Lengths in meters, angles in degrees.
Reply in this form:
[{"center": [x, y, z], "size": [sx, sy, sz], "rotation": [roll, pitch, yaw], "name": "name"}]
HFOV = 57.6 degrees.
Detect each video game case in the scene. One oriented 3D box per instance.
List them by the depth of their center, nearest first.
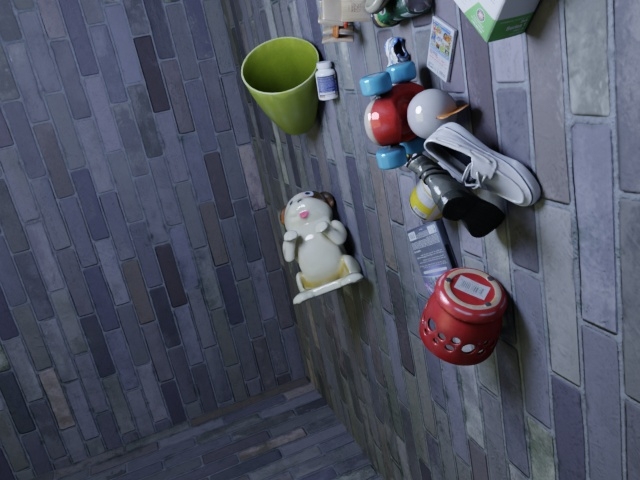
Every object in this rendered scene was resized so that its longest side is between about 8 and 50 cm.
[{"center": [0.274, -0.434, 1.318], "size": [0.122, 0.011, 0.087], "rotation": [89, 158, -44], "name": "video game case"}, {"center": [0.331, 0.086, 1.630], "size": [0.196, 0.026, 0.274], "rotation": [150, 101, -73], "name": "video game case"}]

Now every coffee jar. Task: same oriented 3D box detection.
[{"center": [0.183, -0.561, 1.364], "size": [0.184, 0.079, 0.096], "rotation": [-158, 57, -68], "name": "coffee jar"}]

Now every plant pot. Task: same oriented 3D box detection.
[{"center": [0.343, 0.175, 1.393], "size": [0.174, 0.191, 0.191], "rotation": [93, 154, -43], "name": "plant pot"}, {"center": [-0.115, -0.531, 2.114], "size": [0.293, 0.275, 0.275], "rotation": [71, 173, -58], "name": "plant pot"}]

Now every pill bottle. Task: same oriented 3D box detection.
[{"center": [0.289, -0.126, 1.414], "size": [0.184, 0.103, 0.103], "rotation": [113, 137, -65], "name": "pill bottle"}, {"center": [0.019, -0.535, 1.944], "size": [0.067, 0.067, 0.120], "rotation": [-136, 33, -59], "name": "pill bottle"}]

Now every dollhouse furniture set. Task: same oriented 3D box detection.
[{"center": [0.066, -0.657, 1.552], "size": [0.259, 0.135, 0.262], "rotation": [-86, -6, -51], "name": "dollhouse furniture set"}]

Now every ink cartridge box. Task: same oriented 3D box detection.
[{"center": [0.315, -0.482, 0.991], "size": [0.219, 0.092, 0.160], "rotation": [103, 145, -59], "name": "ink cartridge box"}]

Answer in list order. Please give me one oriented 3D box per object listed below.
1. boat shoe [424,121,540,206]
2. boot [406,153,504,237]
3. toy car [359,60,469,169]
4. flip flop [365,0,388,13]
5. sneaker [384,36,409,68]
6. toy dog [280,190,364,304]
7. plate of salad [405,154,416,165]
[{"center": [0.326, -0.143, 1.200], "size": [0.258, 0.084, 0.095], "rotation": [39, 151, 27], "name": "boat shoe"}, {"center": [0.296, -0.105, 1.263], "size": [0.083, 0.246, 0.161], "rotation": [-44, 51, 21], "name": "boot"}, {"center": [0.243, -0.295, 1.342], "size": [0.238, 0.210, 0.219], "rotation": [6, 119, 42], "name": "toy car"}, {"center": [0.134, -0.652, 1.304], "size": [0.112, 0.080, 0.277], "rotation": [-156, 80, -72], "name": "flip flop"}, {"center": [0.198, -0.451, 1.479], "size": [0.058, 0.052, 0.135], "rotation": [8, 114, 68], "name": "sneaker"}, {"center": [0.000, 0.000, 2.285], "size": [0.395, 0.284, 0.408], "rotation": [-8, -103, -70], "name": "toy dog"}, {"center": [0.209, -0.299, 1.601], "size": [0.200, 0.048, 0.200], "rotation": [163, 90, -73], "name": "plate of salad"}]
